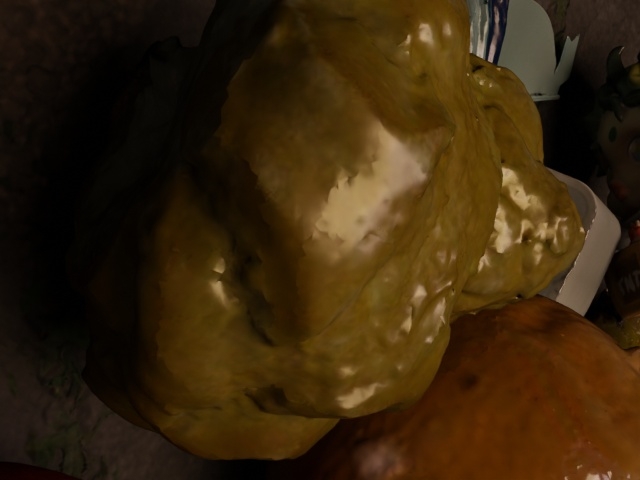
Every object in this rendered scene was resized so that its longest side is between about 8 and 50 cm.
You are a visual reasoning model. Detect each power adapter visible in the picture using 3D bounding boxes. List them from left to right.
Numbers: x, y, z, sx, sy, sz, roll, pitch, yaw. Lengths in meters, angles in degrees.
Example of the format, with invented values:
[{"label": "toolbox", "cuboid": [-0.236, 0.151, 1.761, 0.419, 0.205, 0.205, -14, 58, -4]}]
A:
[{"label": "power adapter", "cuboid": [0.178, -0.003, 0.794, 0.205, 0.125, 0.130, 22, 95, -61]}]

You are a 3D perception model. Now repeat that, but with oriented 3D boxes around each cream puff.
[{"label": "cream puff", "cuboid": [0.002, 0.003, 0.516, 0.270, 0.323, 0.274, 26, 64, -22]}]

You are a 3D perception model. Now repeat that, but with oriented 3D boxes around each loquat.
[{"label": "loquat", "cuboid": [0.118, 0.194, 0.680, 0.328, 0.328, 0.328, -11, 105, -42]}]

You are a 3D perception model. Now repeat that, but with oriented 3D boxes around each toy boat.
[{"label": "toy boat", "cuboid": [0.187, -0.160, 0.853, 0.291, 0.067, 0.220, -13, 118, -45]}]

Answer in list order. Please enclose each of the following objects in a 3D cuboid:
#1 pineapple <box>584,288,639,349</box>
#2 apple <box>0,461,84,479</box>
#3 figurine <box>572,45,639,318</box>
[{"label": "pineapple", "cuboid": [0.312, 0.169, 1.019, 0.161, 0.158, 0.334, 26, 72, -4]}, {"label": "apple", "cuboid": [-0.182, 0.213, 0.444, 0.293, 0.251, 0.163, -19, 120, -40]}, {"label": "figurine", "cuboid": [0.368, -0.026, 0.899, 0.186, 0.261, 0.382, 4, 68, -23]}]
